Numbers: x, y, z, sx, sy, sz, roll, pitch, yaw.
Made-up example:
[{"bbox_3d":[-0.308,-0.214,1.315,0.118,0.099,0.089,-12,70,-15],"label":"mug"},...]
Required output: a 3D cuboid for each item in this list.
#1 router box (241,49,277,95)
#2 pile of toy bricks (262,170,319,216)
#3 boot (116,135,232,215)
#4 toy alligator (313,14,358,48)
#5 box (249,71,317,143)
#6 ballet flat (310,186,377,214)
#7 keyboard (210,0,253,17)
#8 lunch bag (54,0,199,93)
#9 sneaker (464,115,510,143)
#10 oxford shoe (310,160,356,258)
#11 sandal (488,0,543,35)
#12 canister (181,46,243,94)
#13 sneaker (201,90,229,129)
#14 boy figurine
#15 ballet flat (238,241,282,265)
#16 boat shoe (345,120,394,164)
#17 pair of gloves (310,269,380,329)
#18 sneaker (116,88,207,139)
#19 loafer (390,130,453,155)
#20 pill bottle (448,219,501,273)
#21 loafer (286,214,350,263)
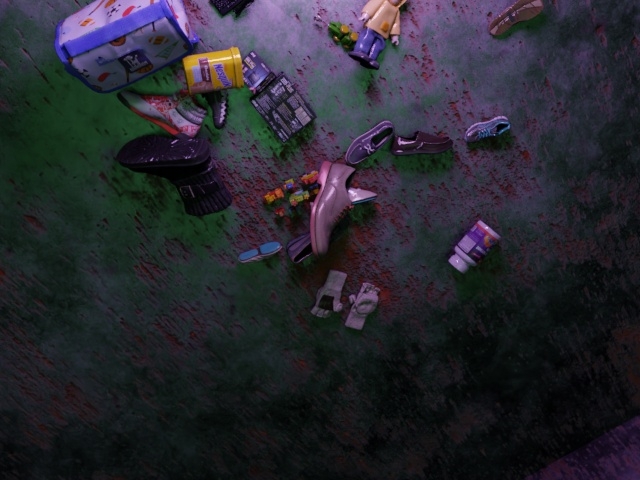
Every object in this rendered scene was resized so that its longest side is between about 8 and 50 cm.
[{"bbox_3d":[-0.209,-0.534,1.748,0.092,0.122,0.038,-43,155,9],"label":"router box"},{"bbox_3d":[-0.087,-0.152,1.914,0.212,0.105,0.118,-25,112,3],"label":"pile of toy bricks"},{"bbox_3d":[-0.486,-0.207,1.836,0.348,0.131,0.260,6,141,18],"label":"boot"},{"bbox_3d":[0.065,-0.677,1.760,0.190,0.056,0.051,32,64,-17],"label":"toy alligator"},{"bbox_3d":[-0.124,-0.440,1.812,0.147,0.077,0.180,-38,111,9],"label":"box"},{"bbox_3d":[0.077,-0.147,1.955,0.249,0.086,0.086,-19,112,2],"label":"ballet flat"},{"bbox_3d":[-0.247,-0.745,1.655,0.192,0.038,0.100,-23,125,33],"label":"keyboard"},{"bbox_3d":[-0.537,-0.580,1.545,0.328,0.385,0.238,-24,112,2],"label":"lunch bag"},{"bbox_3d":[0.589,-0.387,1.918,0.167,0.076,0.065,-25,111,4],"label":"sneaker"},{"bbox_3d":[0.043,-0.105,1.852,0.130,0.123,0.348,7,77,10],"label":"oxford shoe"},{"bbox_3d":[0.639,-0.743,1.805,0.180,0.049,0.072,-28,107,20],"label":"sandal"},{"bbox_3d":[-0.327,-0.512,1.665,0.170,0.073,0.126,-13,143,-12],"label":"canister"},{"bbox_3d":[-0.352,-0.480,1.774,0.106,0.078,0.234,2,107,-4],"label":"sneaker"},{"bbox_3d":[0.200,-0.687,1.734,0.177,0.092,0.285,24,95,-41],"label":"boy figurine"},{"bbox_3d":[-0.218,0.050,2.015,0.168,0.057,0.052,-17,140,4],"label":"ballet flat"},{"bbox_3d":[0.172,-0.335,1.895,0.206,0.065,0.075,-39,111,9],"label":"boat shoe"},{"bbox_3d":[0.103,0.237,2.123,0.240,0.042,0.204,24,106,-16],"label":"pair of gloves"},{"bbox_3d":[-0.501,-0.442,1.763,0.270,0.090,0.145,31,104,-20],"label":"sneaker"},{"bbox_3d":[0.354,-0.343,1.905,0.220,0.080,0.078,-7,112,-4],"label":"loafer"},{"bbox_3d":[0.576,0.029,2.061,0.108,0.108,0.193,35,104,-18],"label":"pill bottle"},{"bbox_3d":[0.000,0.000,1.989,0.268,0.084,0.096,-32,123,9],"label":"loafer"}]
